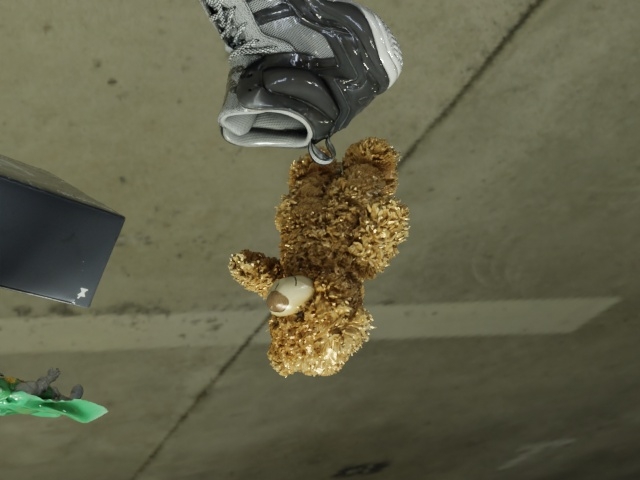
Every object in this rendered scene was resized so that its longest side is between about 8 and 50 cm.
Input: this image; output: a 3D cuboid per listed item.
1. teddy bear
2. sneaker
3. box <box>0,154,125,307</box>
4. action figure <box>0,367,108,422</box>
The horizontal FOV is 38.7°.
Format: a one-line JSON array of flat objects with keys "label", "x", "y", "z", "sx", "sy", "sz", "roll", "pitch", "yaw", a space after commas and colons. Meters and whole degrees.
[{"label": "teddy bear", "x": 0.000, "y": 0.000, "z": 1.144, "sx": 0.245, "sy": 0.338, "sz": 0.113, "roll": 11, "pitch": 151, "yaw": 33}, {"label": "sneaker", "x": -0.068, "y": -0.178, "z": 0.789, "sx": 0.269, "sy": 0.153, "sz": 0.101, "roll": 34, "pitch": 157, "yaw": -5}, {"label": "box", "x": -0.284, "y": -0.023, "z": 0.794, "sx": 0.156, "sy": 0.158, "sz": 0.093, "roll": 21, "pitch": 94, "yaw": -47}, {"label": "action figure", "x": -0.365, "y": 0.191, "z": 1.123, "sx": 0.137, "sy": 0.063, "sz": 0.232, "roll": -5, "pitch": 166, "yaw": 4}]
